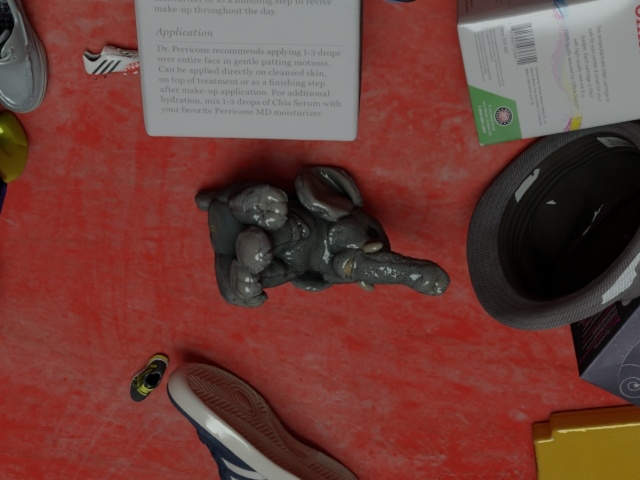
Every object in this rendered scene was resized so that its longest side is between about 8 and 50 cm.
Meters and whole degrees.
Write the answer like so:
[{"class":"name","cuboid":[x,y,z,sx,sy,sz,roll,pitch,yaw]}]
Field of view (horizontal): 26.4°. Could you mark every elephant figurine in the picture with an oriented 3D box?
[{"class":"elephant figurine","cuboid":[0.000,0.000,1.594,0.239,0.186,0.169,-3,164,-24]}]

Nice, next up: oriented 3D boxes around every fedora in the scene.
[{"class":"fedora","cuboid":[0.308,-0.009,1.531,0.124,0.243,0.275,24,128,-37]}]

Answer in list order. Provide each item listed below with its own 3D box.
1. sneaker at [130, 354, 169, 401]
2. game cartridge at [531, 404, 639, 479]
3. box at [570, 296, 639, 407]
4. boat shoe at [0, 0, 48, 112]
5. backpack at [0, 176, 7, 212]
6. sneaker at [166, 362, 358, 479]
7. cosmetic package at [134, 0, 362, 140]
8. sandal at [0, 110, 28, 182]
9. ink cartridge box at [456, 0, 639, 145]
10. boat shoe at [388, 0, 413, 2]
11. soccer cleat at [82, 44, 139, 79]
[{"class":"sneaker","cuboid":[-0.229,0.185,1.793,0.031,0.035,0.083,27,121,-12]},{"class":"game cartridge","cuboid":[0.442,0.356,1.853,0.285,0.052,0.323,-6,120,8]},{"class":"box","cuboid":[0.431,0.073,1.607,0.163,0.142,0.247,26,122,-12]},{"class":"boat shoe","cuboid":[-0.360,-0.232,1.500,0.079,0.081,0.227,-5,122,7]},{"class":"backpack","cuboid":[-0.408,-0.064,1.481,0.098,0.101,0.120,-16,129,10]},{"class":"sneaker","cuboid":[-0.099,0.306,1.805,0.148,0.131,0.350,-38,114,20]},{"class":"cosmetic package","cuboid":[-0.069,-0.334,1.364,0.230,0.161,0.453,2,124,2]},{"class":"sandal","cuboid":[-0.472,-0.173,1.528,0.138,0.126,0.317,-21,118,21]},{"class":"ink cartridge box","cuboid":[0.262,-0.203,1.468,0.212,0.093,0.154,-9,123,11]},{"class":"boat shoe","cuboid":[-0.015,-0.287,1.241,0.258,0.089,0.109,12,123,-5]},{"class":"soccer cleat","cuboid":[-0.229,-0.205,1.541,0.083,0.029,0.035,-10,126,16]}]
